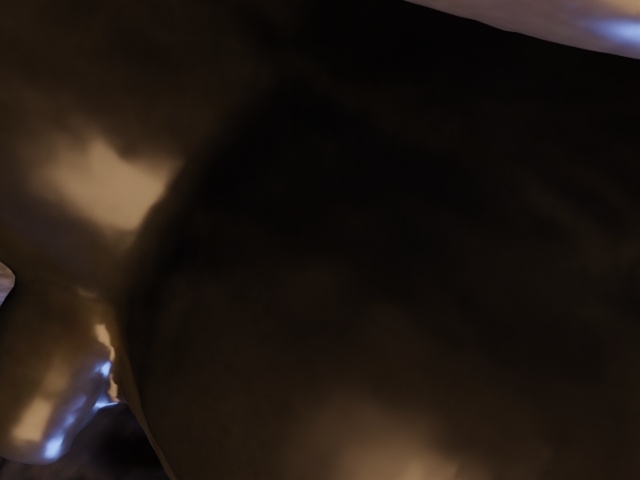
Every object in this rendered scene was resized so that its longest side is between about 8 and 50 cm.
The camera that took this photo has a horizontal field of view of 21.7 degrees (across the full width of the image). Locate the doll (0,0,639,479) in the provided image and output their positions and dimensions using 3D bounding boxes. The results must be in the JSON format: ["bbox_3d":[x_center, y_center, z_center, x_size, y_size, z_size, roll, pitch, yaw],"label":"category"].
[{"bbox_3d":[0.006,-0.019,0.463,0.382,0.252,0.378,31,176,8],"label":"doll"}]

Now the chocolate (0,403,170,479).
[{"bbox_3d":[-0.066,0.142,0.897,0.303,0.303,0.213,-7,138,22],"label":"chocolate"}]
